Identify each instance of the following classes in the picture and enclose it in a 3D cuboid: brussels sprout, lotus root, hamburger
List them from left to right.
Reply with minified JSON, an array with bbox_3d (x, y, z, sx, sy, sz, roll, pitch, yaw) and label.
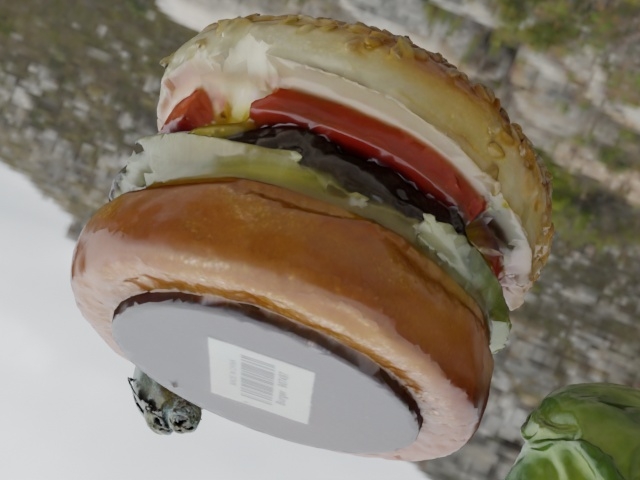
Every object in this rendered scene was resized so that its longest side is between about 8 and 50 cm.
[{"bbox_3d":[-0.132,0.123,1.158,0.088,0.088,0.165,21,-155,-8],"label":"lotus root"},{"bbox_3d":[0.000,0.000,0.937,0.330,0.250,0.330,16,156,8],"label":"hamburger"},{"bbox_3d":[0.318,0.303,1.421,0.227,0.259,0.294,13,-154,-19],"label":"brussels sprout"}]
